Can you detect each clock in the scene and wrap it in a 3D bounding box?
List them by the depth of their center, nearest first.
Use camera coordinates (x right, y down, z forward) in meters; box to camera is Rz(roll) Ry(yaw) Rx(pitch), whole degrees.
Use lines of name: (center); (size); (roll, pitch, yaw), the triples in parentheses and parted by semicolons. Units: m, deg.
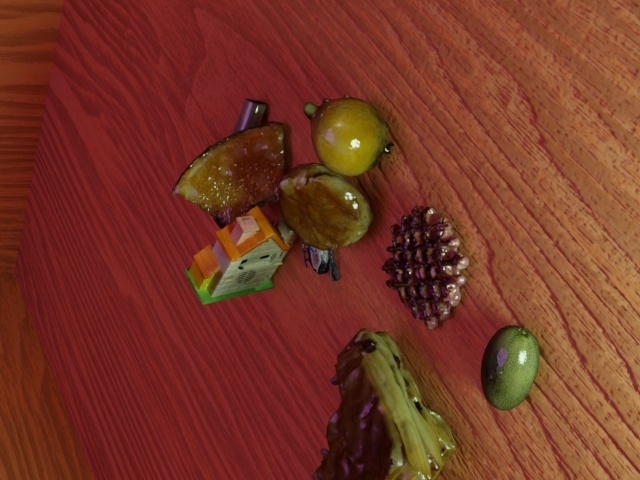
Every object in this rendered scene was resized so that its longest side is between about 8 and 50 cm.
clock: (-0.179, 0.023, 2.206); (0.106, 0.219, 0.255); (57, 136, 25)

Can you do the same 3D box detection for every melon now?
melon: (0.333, 0.227, 1.595); (0.099, 0.099, 0.162); (37, 124, 48)

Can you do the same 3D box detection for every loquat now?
loquat: (0.050, -0.224, 1.877); (0.204, 0.172, 0.149); (38, 134, -11)

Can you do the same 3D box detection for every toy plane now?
toy plane: (-0.001, -0.001, 2.102); (0.078, 0.053, 0.197); (-9, 87, 47)

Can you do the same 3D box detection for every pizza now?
pizza: (-0.195, -0.150, 2.238); (0.223, 0.323, 0.089); (58, -178, -3)

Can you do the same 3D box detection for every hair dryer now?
hair dryer: (-0.227, -0.262, 2.377); (0.296, 0.119, 0.298); (-59, 34, 32)

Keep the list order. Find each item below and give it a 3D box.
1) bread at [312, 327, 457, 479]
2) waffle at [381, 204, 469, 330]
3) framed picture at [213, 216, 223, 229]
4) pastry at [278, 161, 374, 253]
bread: (0.117, 0.404, 1.846); (0.314, 0.191, 0.370); (-56, 39, 33)
waffle: (0.209, 0.048, 1.795); (0.221, 0.055, 0.234); (51, 138, 37)
framed picture: (-0.296, -0.113, 2.497); (0.109, 0.011, 0.149); (75, -178, -77)
pastry: (0.008, -0.068, 1.968); (0.218, 0.100, 0.229); (29, 138, 9)
